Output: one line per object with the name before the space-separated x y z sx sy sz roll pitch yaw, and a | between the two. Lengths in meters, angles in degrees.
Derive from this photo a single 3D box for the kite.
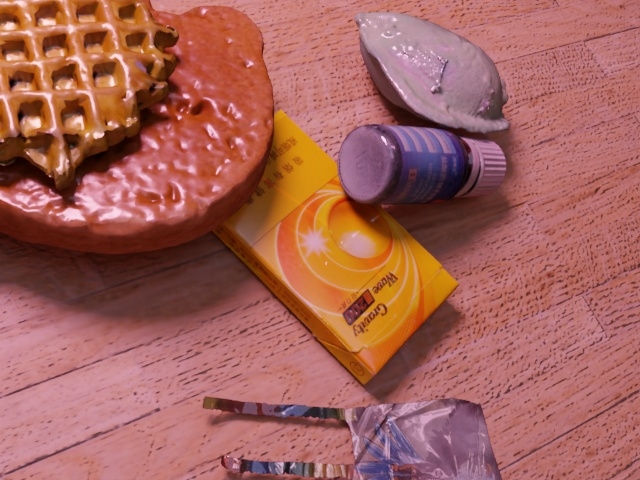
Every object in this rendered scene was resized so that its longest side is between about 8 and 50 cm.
kite | 0.034 0.204 0.818 0.310 0.015 0.169 17 59 -15

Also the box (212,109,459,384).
box | 0.000 0.000 0.895 0.269 0.043 0.152 44 58 6

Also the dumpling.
dumpling | 0.130 -0.189 0.988 0.217 0.149 0.104 28 97 -11

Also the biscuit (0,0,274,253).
biscuit | -0.268 -0.145 0.832 0.456 0.078 0.349 22 51 -1

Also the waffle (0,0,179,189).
waffle | -0.262 -0.168 0.784 0.245 0.052 0.254 30 54 4

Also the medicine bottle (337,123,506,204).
medicine bottle | 0.114 -0.080 0.936 0.203 0.083 0.083 -5 64 -44
